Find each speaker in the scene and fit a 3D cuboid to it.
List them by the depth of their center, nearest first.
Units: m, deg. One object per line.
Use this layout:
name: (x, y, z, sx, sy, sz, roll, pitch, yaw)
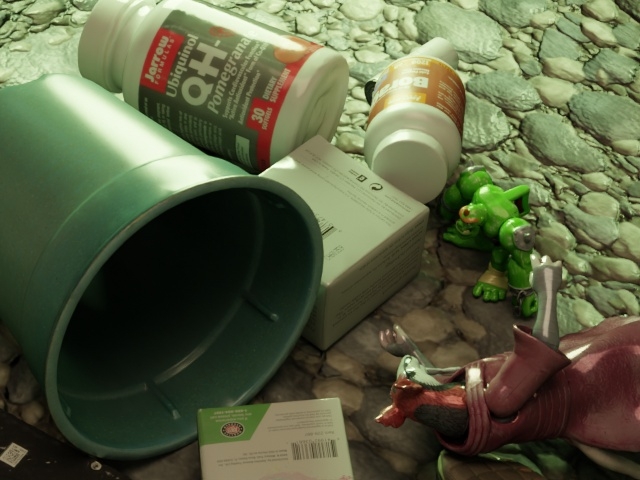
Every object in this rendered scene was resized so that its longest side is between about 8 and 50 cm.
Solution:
speaker: (0.124, -0.222, 2.019, 0.055, 0.055, 0.136, 37, 54, 26)

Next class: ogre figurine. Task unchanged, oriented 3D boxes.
ogre figurine: (0.203, -0.014, 1.791, 0.097, 0.118, 0.197, -3, 47, -8)

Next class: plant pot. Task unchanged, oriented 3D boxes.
plant pot: (-0.231, 0.003, 1.622, 0.341, 0.341, 0.334, -28, 47, -27)

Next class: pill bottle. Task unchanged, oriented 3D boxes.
pill bottle: (0.117, -0.135, 1.862, 0.121, 0.121, 0.216, 8, 32, 3)
pill bottle: (-0.139, -0.207, 1.901, 0.318, 0.176, 0.176, 22, 50, 15)

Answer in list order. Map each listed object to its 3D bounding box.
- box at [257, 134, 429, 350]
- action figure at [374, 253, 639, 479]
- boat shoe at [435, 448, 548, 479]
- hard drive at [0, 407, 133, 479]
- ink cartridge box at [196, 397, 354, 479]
box: (0.000, 0.000, 1.760, 0.181, 0.119, 0.182, 36, 54, 25)
action figure: (0.219, 0.173, 1.576, 0.370, 0.248, 0.275, -8, 74, -28)
boat shoe: (0.187, 0.325, 1.455, 0.132, 0.130, 0.355, 14, 18, -22)
hard drive: (-0.372, 0.276, 1.513, 0.339, 0.064, 0.237, 25, 50, 16)
ink cartridge box: (-0.042, 0.275, 1.523, 0.154, 0.093, 0.212, -4, 46, -7)
